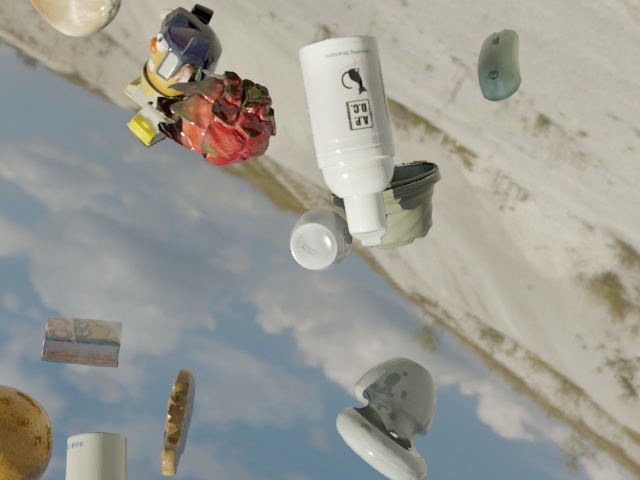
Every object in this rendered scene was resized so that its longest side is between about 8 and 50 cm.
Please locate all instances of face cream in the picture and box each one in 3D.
[{"bbox_3d":[0.063,-0.169,1.657,0.145,0.369,0.145,-11,-177,1],"label":"face cream"},{"bbox_3d":[0.000,0.000,1.760,0.117,0.117,0.104,26,-162,6],"label":"face cream"},{"bbox_3d":[-0.272,0.364,1.121,0.077,0.250,0.077,-3,156,-1],"label":"face cream"}]

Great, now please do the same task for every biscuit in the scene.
[{"bbox_3d":[-0.311,0.392,2.021,0.047,0.183,0.319,3,-148,-2],"label":"biscuit"}]

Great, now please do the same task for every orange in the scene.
[{"bbox_3d":[-0.606,0.368,1.681,0.236,0.236,0.236,25,-172,-4],"label":"orange"}]

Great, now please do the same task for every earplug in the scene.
[{"bbox_3d":[0.146,0.370,1.904,0.214,0.175,0.325,38,-152,-7],"label":"earplug"}]

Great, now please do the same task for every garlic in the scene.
[{"bbox_3d":[-0.464,-0.466,1.699,0.318,0.143,0.112,32,-142,24],"label":"garlic"}]

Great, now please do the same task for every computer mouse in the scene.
[{"bbox_3d":[0.371,-0.376,1.929,0.089,0.181,0.056,-9,148,29],"label":"computer mouse"}]

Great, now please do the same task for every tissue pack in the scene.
[{"bbox_3d":[-0.489,0.208,1.908,0.155,0.065,0.115,6,-163,-13],"label":"tissue pack"}]

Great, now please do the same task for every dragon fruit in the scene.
[{"bbox_3d":[-0.125,-0.157,1.177,0.142,0.121,0.130,25,180,31],"label":"dragon fruit"}]

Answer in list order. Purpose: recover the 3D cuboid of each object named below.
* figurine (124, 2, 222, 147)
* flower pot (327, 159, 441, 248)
[{"bbox_3d":[-0.294,-0.345,1.876,0.143,0.308,0.308,-5,-152,-43],"label":"figurine"},{"bbox_3d":[0.140,-0.067,1.873,0.236,0.140,0.235,-12,-165,3],"label":"flower pot"}]
